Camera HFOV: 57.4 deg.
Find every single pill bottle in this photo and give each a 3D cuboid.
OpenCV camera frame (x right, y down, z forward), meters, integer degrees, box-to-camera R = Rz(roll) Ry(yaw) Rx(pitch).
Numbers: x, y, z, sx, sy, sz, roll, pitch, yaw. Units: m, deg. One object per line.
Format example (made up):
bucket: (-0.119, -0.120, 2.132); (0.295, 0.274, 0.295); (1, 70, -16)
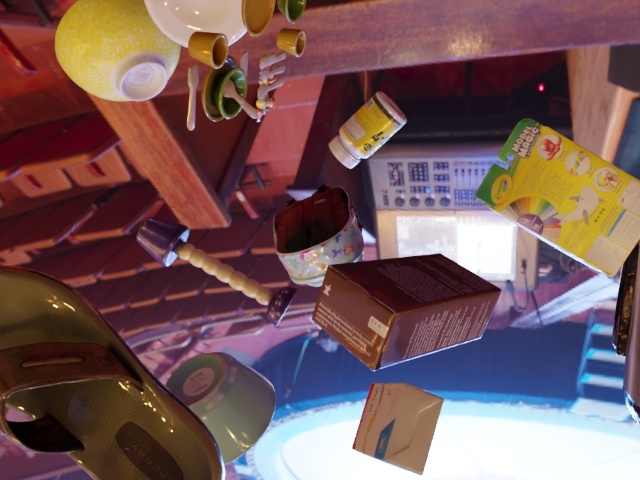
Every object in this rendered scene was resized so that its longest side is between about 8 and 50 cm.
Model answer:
pill bottle: (0.130, -0.309, 1.651); (0.119, 0.119, 0.208); (36, 115, -28)
pill bottle: (-0.215, -0.508, 1.145); (0.204, 0.361, 0.204); (-1, 119, -3)

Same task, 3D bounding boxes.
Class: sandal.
sandal: (-0.207, 0.126, 0.479); (0.303, 0.120, 0.086); (36, -177, 3)

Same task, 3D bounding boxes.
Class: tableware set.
tableware set: (-0.047, -0.145, 0.436); (0.024, 0.154, 0.104); (20, 123, 17)

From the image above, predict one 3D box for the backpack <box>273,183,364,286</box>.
backpack: (0.000, 0.000, 1.449); (0.225, 0.253, 0.191); (-22, 114, 7)

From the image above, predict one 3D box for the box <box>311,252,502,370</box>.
box: (0.191, 0.135, 1.232); (0.382, 0.191, 0.143); (-1, 117, -44)

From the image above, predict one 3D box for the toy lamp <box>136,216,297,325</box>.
toy lamp: (-0.175, 0.047, 0.969); (0.275, 0.080, 0.080); (29, 144, 2)

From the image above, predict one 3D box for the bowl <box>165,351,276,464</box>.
bowl: (-0.289, 0.410, 1.508); (0.312, 0.311, 0.163); (-8, 126, 28)

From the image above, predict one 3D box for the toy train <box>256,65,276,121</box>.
toy train: (-0.134, -0.389, 1.495); (0.046, 0.166, 0.125); (6, 179, -3)

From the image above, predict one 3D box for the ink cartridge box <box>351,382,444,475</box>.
ink cartridge box: (0.128, 0.335, 1.064); (0.078, 0.134, 0.231); (23, 162, -7)

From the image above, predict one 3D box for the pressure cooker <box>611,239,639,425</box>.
pressure cooker: (0.616, 0.066, 0.773); (0.376, 0.420, 0.370); (1, -172, 2)

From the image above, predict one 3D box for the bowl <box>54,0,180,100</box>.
bowl: (-0.436, -0.415, 1.344); (0.290, 0.156, 0.289); (-29, 159, -12)

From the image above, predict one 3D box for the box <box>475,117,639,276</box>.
box: (0.265, -0.048, 0.635); (0.179, 0.043, 0.105); (29, 99, -7)
